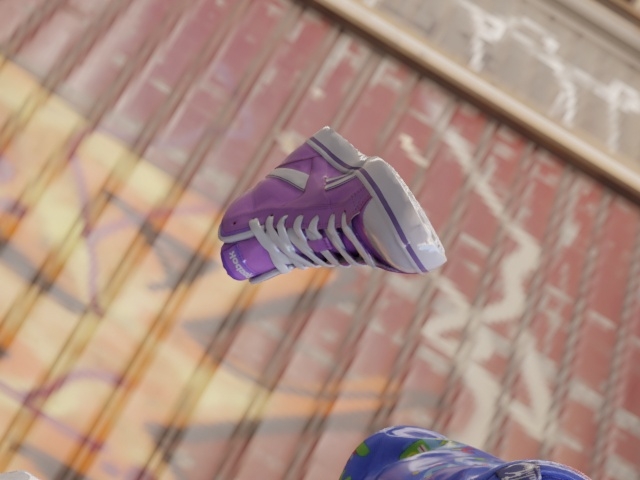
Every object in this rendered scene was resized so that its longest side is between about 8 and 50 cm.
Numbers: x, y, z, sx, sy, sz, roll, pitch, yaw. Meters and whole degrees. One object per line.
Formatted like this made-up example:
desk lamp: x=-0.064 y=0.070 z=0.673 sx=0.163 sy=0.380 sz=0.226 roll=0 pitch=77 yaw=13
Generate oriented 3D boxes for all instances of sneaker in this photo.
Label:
sneaker: x=0.000 y=0.001 z=1.513 sx=0.161 sy=0.102 sz=0.282 roll=-35 pitch=-160 yaw=-7

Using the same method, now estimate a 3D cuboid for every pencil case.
pencil case: x=0.098 y=0.198 z=1.211 sx=0.306 sy=0.133 sz=0.119 roll=176 pitch=-79 yaw=-74

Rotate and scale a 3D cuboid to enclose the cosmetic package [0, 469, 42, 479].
cosmetic package: x=-0.373 y=0.318 z=1.349 sx=0.230 sy=0.453 sz=0.162 roll=18 pitch=-72 yaw=51
